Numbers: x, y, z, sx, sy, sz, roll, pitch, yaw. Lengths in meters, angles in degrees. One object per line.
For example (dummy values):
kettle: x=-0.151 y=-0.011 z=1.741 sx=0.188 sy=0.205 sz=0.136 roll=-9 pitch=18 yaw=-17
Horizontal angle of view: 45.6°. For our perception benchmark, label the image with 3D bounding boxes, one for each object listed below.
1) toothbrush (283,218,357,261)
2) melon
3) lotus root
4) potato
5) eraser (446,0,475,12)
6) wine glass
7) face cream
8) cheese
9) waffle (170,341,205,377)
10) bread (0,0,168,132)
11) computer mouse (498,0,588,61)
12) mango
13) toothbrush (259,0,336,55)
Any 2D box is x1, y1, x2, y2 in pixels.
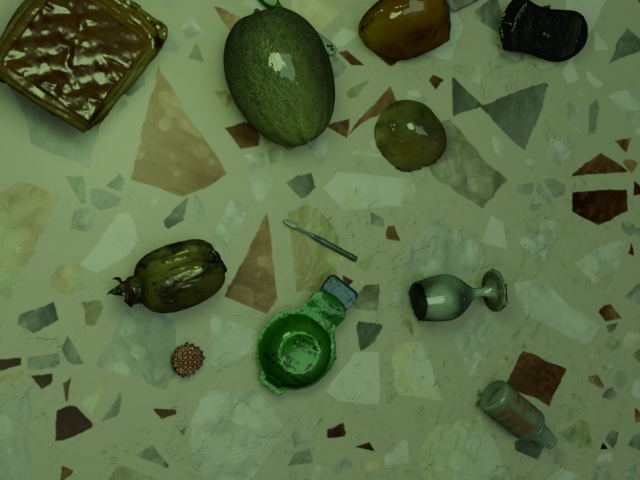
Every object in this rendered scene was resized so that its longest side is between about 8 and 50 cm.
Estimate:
toothbrush: x=0.000 y=0.000 z=1.923 sx=0.219 sy=0.019 sz=0.016 roll=28 pitch=84 yaw=-18
melon: x=-0.092 y=-0.379 z=1.774 sx=0.248 sy=0.248 sz=0.329 roll=-27 pitch=101 yaw=-17
lotus root: x=-0.350 y=0.091 z=1.742 sx=0.278 sy=0.154 sz=0.154 roll=-20 pitch=97 yaw=-19
potato: x=0.252 y=-0.274 z=1.959 sx=0.202 sy=0.117 sz=0.182 roll=41 pitch=75 yaw=-14
eraser: x=0.380 y=-0.660 z=2.044 sx=0.105 sy=0.026 sz=0.065 roll=-29 pitch=96 yaw=-16
wine glass: x=0.357 y=0.144 z=1.992 sx=0.241 sy=0.126 sz=0.126 roll=-4 pitch=92 yaw=-21
face cream: x=0.553 y=0.489 z=2.073 sx=0.252 sy=0.101 sz=0.101 roll=39 pitch=79 yaw=-15
cheese: x=-0.031 y=0.234 z=1.880 sx=0.204 sy=0.083 sz=0.320 roll=39 pitch=81 yaw=-13
waffle: x=-0.316 y=0.283 z=1.811 sx=0.083 sy=0.029 sz=0.075 roll=-43 pitch=106 yaw=-17
bread: x=-0.529 y=-0.408 z=1.662 sx=0.277 sy=0.167 sz=0.324 roll=34 pitch=71 yaw=-15
computer mouse: x=0.597 y=-0.573 z=2.088 sx=0.264 sy=0.088 sz=0.147 roll=9 pitch=104 yaw=-19
mango: x=0.210 y=-0.561 z=1.926 sx=0.236 sy=0.166 sz=0.136 roll=-27 pitch=55 yaw=3
toothbrush: x=-0.123 y=-0.590 z=1.865 sx=0.418 sy=0.040 sz=0.042 roll=35 pitch=78 yaw=-16
